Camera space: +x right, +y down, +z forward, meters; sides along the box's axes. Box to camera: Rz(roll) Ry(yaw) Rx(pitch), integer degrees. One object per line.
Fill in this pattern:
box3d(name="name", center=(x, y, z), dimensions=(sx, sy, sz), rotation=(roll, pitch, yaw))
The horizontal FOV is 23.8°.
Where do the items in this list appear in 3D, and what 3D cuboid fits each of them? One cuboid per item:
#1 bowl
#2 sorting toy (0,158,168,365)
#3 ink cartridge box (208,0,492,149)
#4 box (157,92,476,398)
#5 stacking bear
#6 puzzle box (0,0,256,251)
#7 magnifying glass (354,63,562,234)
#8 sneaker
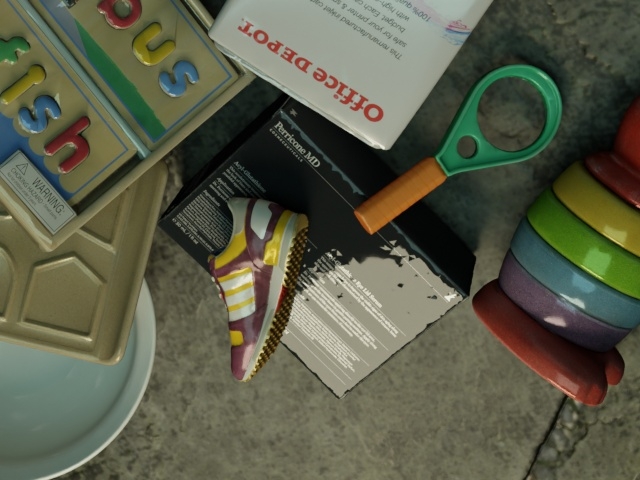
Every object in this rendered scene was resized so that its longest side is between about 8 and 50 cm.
box3d(name="bowl", center=(-0.317, 0.098, 1.572), dimensions=(0.297, 0.134, 0.298), rotation=(0, 88, -6))
box3d(name="sorting toy", center=(-0.270, -0.049, 1.501), dimensions=(0.229, 0.041, 0.307), rotation=(13, 86, 0))
box3d(name="ink cartridge box", center=(0.056, -0.256, 1.389), dimensions=(0.201, 0.117, 0.278), rotation=(32, 114, -5))
box3d(name="box", center=(0.000, 0.000, 1.520), dimensions=(0.261, 0.103, 0.184), rotation=(45, 117, -10))
box3d(name="stacking bear", center=(0.285, -0.014, 1.440), dimensions=(0.164, 0.175, 0.289), rotation=(36, 106, 13))
box3d(name="puzzle box", center=(-0.282, -0.227, 1.412), dimensions=(0.272, 0.052, 0.409), rotation=(-43, 104, -17))
box3d(name="magnifying glass", center=(0.131, -0.084, 1.444), dimensions=(0.231, 0.026, 0.092), rotation=(-36, 101, -7))
box3d(name="sneaker", center=(-0.071, 0.045, 1.468), dimensions=(0.084, 0.069, 0.185), rotation=(20, 110, 11))
